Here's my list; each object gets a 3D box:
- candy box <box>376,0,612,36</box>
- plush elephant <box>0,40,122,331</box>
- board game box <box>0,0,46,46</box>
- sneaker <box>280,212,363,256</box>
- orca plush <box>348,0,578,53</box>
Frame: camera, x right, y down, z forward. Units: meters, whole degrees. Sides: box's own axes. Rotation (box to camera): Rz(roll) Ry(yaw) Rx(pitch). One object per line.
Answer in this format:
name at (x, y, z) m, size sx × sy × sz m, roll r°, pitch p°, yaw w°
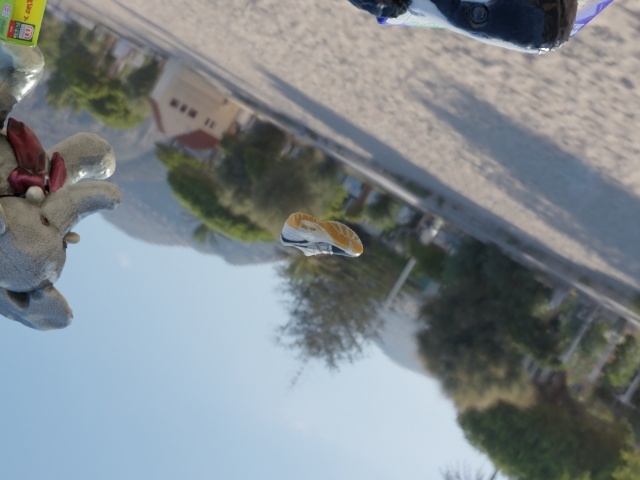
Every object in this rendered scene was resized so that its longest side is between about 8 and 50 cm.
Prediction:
candy box at (0.228, -0.334, 0.861) m, size 0.268 × 0.122 × 0.317 m, roll -4°, pitch 159°, yaw -26°
plush elephant at (-0.373, -0.046, 1.115) m, size 0.255 × 0.330 × 0.271 m, roll 36°, pitch 157°, yaw 31°
board game box at (-0.386, -0.289, 1.009) m, size 0.181 × 0.092 × 0.043 m, roll 25°, pitch -166°, yaw 27°
sneaker at (0.000, 0.000, 0.872) m, size 0.083 × 0.037 × 0.032 m, roll 21°, pitch -140°, yaw -18°
orca plush at (0.063, -0.233, 0.573) m, size 0.151 × 0.102 × 0.287 m, roll -10°, pitch -134°, yaw -16°
